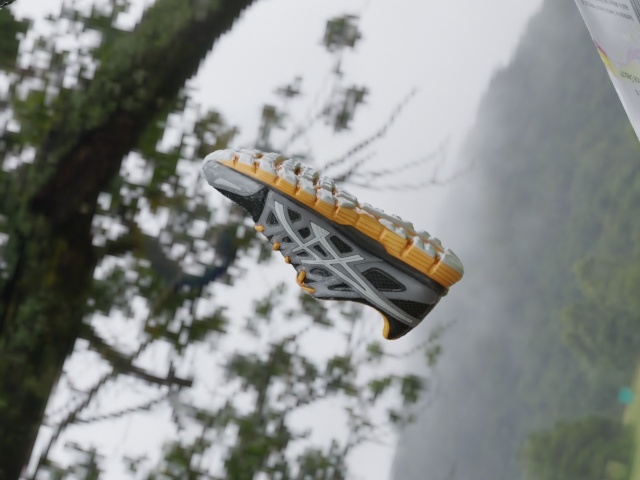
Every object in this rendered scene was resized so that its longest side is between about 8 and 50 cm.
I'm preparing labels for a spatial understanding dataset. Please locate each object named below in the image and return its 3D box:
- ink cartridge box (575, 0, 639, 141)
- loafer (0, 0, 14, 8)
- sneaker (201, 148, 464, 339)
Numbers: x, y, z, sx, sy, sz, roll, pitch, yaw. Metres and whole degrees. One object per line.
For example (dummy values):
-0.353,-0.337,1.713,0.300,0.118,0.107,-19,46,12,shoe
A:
0.239,-0.120,0.903,0.278,0.117,0.201,62,178,-17,ink cartridge box
-0.282,-0.123,0.814,0.096,0.267,0.084,26,135,64,loafer
0.000,0.000,1.205,0.083,0.215,0.084,-60,0,14,sneaker
